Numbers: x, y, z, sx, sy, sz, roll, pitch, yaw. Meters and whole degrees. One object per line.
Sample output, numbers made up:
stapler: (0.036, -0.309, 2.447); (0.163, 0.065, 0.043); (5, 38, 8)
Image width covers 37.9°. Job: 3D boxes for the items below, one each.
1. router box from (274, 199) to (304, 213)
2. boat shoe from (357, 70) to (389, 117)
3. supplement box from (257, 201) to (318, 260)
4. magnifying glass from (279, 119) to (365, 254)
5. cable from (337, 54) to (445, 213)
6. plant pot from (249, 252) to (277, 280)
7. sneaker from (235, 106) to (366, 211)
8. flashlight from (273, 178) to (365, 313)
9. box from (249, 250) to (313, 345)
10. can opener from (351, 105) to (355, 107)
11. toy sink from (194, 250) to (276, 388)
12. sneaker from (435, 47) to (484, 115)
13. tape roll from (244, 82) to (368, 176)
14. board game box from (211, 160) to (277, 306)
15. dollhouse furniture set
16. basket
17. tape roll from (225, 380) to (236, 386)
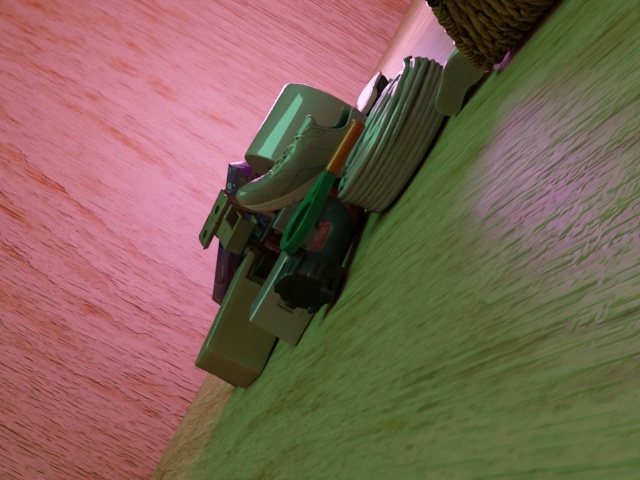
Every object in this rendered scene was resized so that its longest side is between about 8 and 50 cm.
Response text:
router box: (-0.035, -0.065, 1.842); (0.046, 0.179, 0.133); (-63, 5, -13)
boat shoe: (0.144, -0.342, 2.240); (0.095, 0.079, 0.254); (-57, 8, 18)
supplement box: (-0.039, -0.002, 1.816); (0.073, 0.130, 0.239); (-62, 4, -14)
magnifying glass: (0.004, -0.082, 1.435); (0.231, 0.026, 0.092); (-62, 13, -4)
cable: (0.115, -0.161, 1.434); (0.257, 0.089, 0.257); (-60, 5, 8)
plant pot: (-0.060, 0.006, 2.061); (0.237, 0.109, 0.237); (-62, 6, 10)
sneaker: (-0.032, -0.144, 1.575); (0.262, 0.121, 0.099); (-26, 23, -8)
flashlight: (0.000, 0.000, 1.523); (0.103, 0.103, 0.304); (-38, 14, 33)
box: (-0.054, 0.094, 1.627); (0.130, 0.091, 0.170); (-60, 5, 4)
can opener: (0.046, -0.260, 2.161); (0.186, 0.073, 0.059); (-54, -18, -58)
toy sink: (-0.146, 0.166, 1.922); (0.234, 0.131, 0.153); (-68, 8, -27)
sneaker: (0.191, -0.232, 1.244); (0.134, 0.051, 0.070); (111, -178, -58)
tape roll: (-0.007, -0.178, 1.859); (0.169, 0.246, 0.246); (-61, 5, -10)
board game box: (-0.144, -0.025, 2.182); (0.208, 0.056, 0.347); (-16, -56, -46)
dollhouse furniture set: (-0.166, -0.004, 2.000); (0.129, 0.129, 0.184); (-63, 26, 13)
basket: (0.209, -0.398, 1.120); (0.299, 0.213, 0.223); (-63, 5, -25)
tape roll: (-0.188, 0.243, 2.190); (0.189, 0.080, 0.189); (-60, 5, 9)
